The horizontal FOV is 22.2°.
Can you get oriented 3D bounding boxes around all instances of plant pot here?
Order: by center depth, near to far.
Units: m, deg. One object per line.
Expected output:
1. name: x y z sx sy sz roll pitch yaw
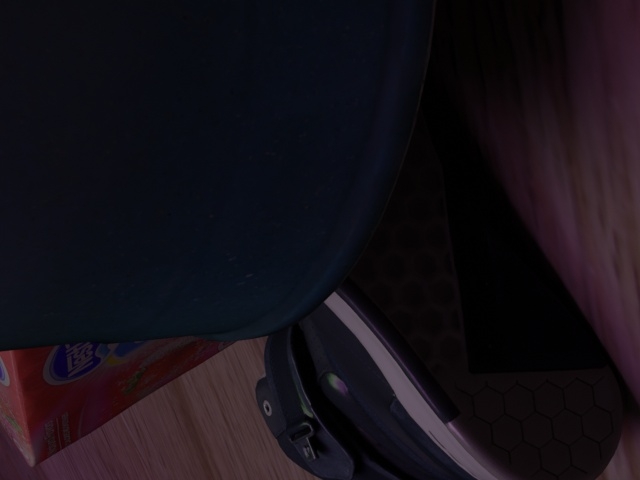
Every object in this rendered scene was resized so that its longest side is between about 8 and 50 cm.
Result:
1. plant pot: -0.149 -0.086 0.438 0.271 0.255 0.272 24 119 55

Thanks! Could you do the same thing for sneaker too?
1. sneaker: -0.001 0.002 0.607 0.226 0.086 0.163 58 160 -2

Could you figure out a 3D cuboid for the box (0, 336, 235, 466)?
1. box: -0.120 -0.021 0.778 0.142 0.154 0.300 54 161 15
